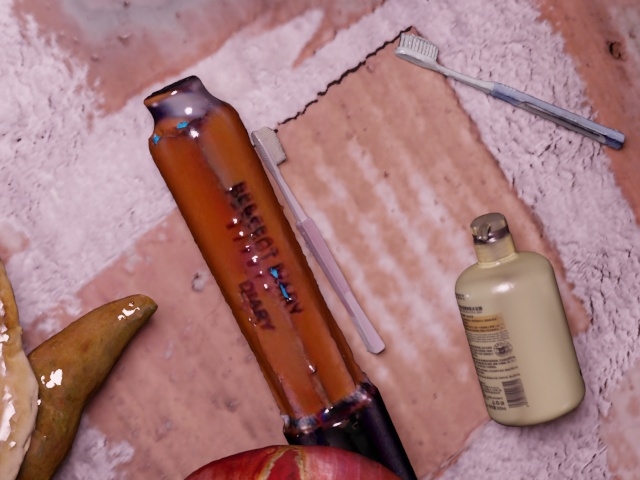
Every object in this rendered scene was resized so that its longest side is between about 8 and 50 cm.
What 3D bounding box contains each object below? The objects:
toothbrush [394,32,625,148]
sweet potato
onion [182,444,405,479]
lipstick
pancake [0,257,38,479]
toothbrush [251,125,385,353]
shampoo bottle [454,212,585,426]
[{"bbox_3d":[0.152,-0.115,1.214,0.219,0.016,0.019,20,76,-24],"label":"toothbrush"},{"bbox_3d":[-0.207,0.140,1.034,0.067,0.067,0.274,45,75,-21],"label":"sweet potato"},{"bbox_3d":[-0.017,0.258,1.062,0.248,0.161,0.248,2,128,2],"label":"onion"},{"bbox_3d":[-0.016,0.076,1.114,0.077,0.077,0.418,-31,105,-20],"label":"lipstick"},{"bbox_3d":[-0.313,0.086,0.970,0.282,0.049,0.282,2,84,-17],"label":"pancake"},{"bbox_3d":[-0.002,0.001,1.148,0.017,0.014,0.194,-33,106,-21],"label":"toothbrush"},{"bbox_3d":[0.148,0.057,1.187,0.079,0.079,0.162,-21,101,-23],"label":"shampoo bottle"}]
